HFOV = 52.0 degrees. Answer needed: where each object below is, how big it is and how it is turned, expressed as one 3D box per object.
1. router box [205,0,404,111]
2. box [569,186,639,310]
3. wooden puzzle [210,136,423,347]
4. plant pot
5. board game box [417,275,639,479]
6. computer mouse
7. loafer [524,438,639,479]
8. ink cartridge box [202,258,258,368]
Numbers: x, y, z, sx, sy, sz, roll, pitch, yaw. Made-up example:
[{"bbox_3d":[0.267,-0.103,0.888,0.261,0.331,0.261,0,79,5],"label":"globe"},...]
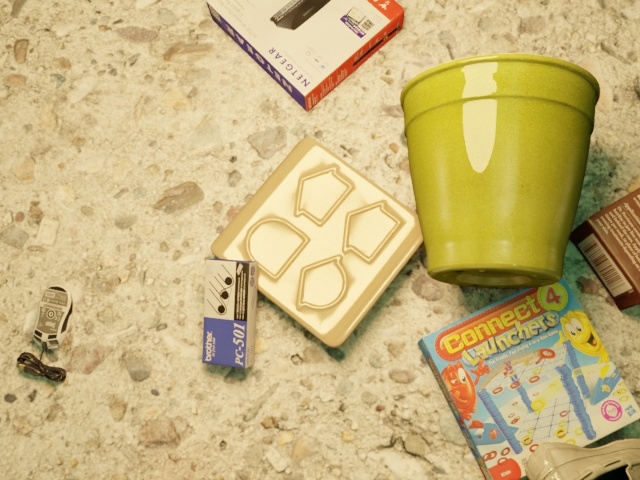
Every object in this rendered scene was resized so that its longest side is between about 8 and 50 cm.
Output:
[{"bbox_3d":[-0.034,-0.508,1.479,0.301,0.082,0.335,-43,78,-8],"label":"router box"},{"bbox_3d":[0.713,-0.042,1.297,0.381,0.143,0.191,-29,76,-3],"label":"box"},{"bbox_3d":[0.000,0.000,1.354,0.348,0.080,0.322,37,80,16],"label":"wooden puzzle"},{"bbox_3d":[0.324,-0.097,1.218,0.366,0.366,0.353,3,79,3],"label":"plant pot"},{"bbox_3d":[0.392,0.262,1.258,0.308,0.086,0.302,-25,76,-4],"label":"board game box"},{"bbox_3d":[-0.548,0.184,1.346,0.106,0.042,0.193,13,82,11],"label":"computer mouse"},{"bbox_3d":[0.511,0.419,1.154,0.319,0.111,0.112,4,117,-20],"label":"loafer"},{"bbox_3d":[-0.178,0.142,1.296,0.097,0.046,0.207,3,93,19],"label":"ink cartridge box"}]
